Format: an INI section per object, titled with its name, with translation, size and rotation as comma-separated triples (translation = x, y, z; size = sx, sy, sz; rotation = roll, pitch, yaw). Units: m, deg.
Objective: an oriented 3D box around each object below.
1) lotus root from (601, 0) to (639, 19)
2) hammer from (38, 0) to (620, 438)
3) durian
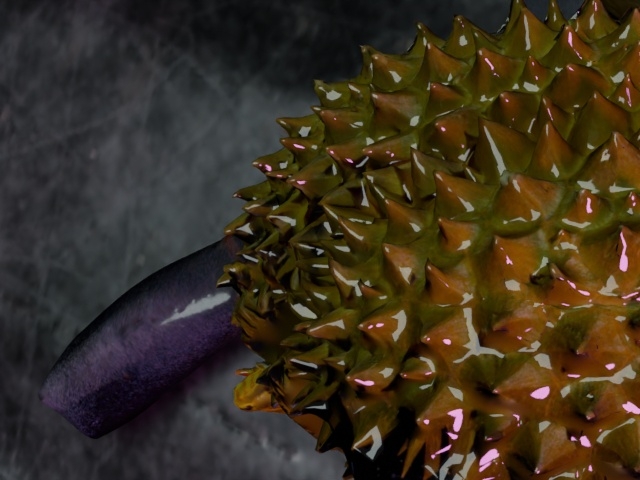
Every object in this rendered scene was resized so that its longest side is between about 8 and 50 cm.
[lotus root]
translation = 0.164, -0.091, 0.434
size = 0.258, 0.110, 0.097
rotation = 21, 87, 37
[hammer]
translation = 0.000, 0.000, 0.577
size = 0.290, 0.037, 0.137
rotation = -36, 63, 24
[durian]
translation = 0.055, 0.042, 0.442
size = 0.237, 0.138, 0.193
rotation = -23, 115, 35
